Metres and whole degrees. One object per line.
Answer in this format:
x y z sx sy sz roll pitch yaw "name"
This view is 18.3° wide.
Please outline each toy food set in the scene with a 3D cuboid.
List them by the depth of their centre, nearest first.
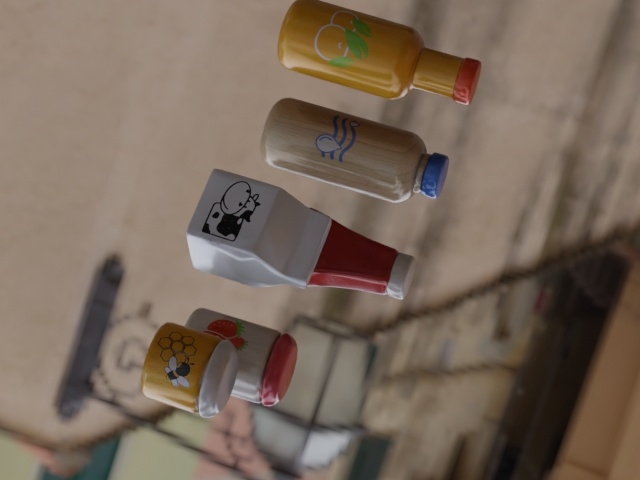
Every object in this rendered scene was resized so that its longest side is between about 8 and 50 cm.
0.000 0.000 1.020 0.104 0.232 0.111 16 154 11 "toy food set"
